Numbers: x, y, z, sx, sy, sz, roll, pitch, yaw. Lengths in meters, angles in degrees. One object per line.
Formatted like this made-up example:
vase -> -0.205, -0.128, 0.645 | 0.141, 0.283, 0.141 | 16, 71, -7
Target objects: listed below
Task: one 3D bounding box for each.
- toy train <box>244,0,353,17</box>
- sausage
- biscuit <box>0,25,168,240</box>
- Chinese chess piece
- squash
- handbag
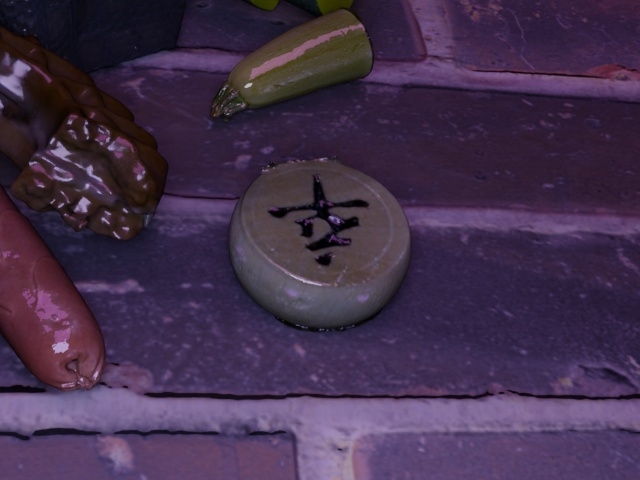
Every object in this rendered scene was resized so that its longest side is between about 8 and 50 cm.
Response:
toy train -> -0.092, -0.460, 1.187 | 0.442, 0.273, 0.179 | 30, 5, 15
sausage -> -0.335, -0.019, 0.873 | 0.087, 0.088, 0.433 | -29, 61, -31
biscuit -> -0.320, -0.137, 0.864 | 0.366, 0.115, 0.268 | 27, 17, -38
Chinese chess piece -> 0.000, 0.000, 0.927 | 0.188, 0.083, 0.189 | 7, 47, -8
squash -> -0.042, -0.200, 1.101 | 0.224, 0.094, 0.094 | -30, 61, -24
handbag -> -0.263, -0.289, 1.061 | 0.270, 0.175, 0.089 | -26, 61, -30
